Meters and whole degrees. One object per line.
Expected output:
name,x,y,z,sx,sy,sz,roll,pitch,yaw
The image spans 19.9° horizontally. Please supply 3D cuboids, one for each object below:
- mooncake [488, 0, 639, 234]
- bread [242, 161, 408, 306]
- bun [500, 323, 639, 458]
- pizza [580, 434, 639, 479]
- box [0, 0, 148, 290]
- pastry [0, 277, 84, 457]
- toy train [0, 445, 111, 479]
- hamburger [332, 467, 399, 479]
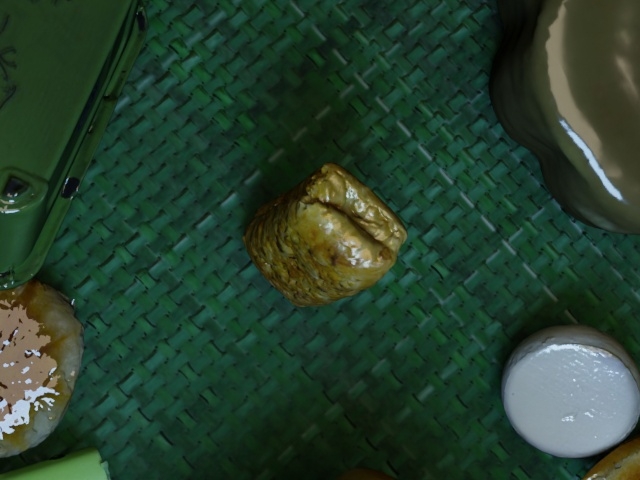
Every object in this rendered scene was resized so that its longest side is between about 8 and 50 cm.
mooncake,0.345,-0.176,1.738,0.378,0.201,0.378,0,91,-13
bread,0.000,0.000,1.655,0.114,0.211,0.083,44,70,-5
bun,0.242,0.134,1.755,0.138,0.094,0.138,3,119,5
pizza,0.319,0.274,1.769,0.201,0.053,0.193,-1,98,-35
box,-0.302,-0.154,1.590,0.252,0.178,0.329,23,67,-7
pastry,-0.315,0.108,1.652,0.192,0.093,0.182,21,86,-9
toy train,-0.282,0.276,1.636,0.253,0.105,0.157,-16,93,-16
hamburger,0.056,0.383,1.560,0.277,0.396,0.396,-30,93,-9
